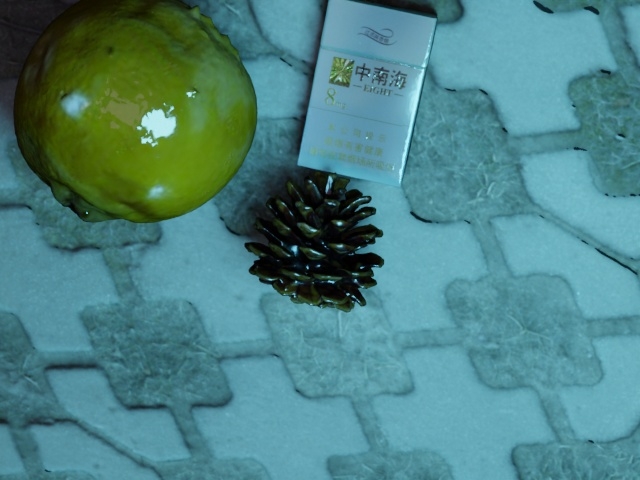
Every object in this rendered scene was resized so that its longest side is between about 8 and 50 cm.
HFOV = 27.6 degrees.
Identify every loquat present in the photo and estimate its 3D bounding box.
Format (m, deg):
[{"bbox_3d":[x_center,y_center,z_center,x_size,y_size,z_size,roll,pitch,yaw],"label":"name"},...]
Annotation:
[{"bbox_3d":[-0.247,-0.175,1.746,0.328,0.328,0.329,2,104,8],"label":"loquat"}]

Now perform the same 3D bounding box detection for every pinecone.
[{"bbox_3d":[0.000,0.000,1.813,0.207,0.208,0.208,2,104,8],"label":"pinecone"}]

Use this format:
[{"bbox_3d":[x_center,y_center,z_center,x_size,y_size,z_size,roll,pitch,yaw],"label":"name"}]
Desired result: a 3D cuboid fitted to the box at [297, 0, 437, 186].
[{"bbox_3d":[0.065,-0.210,1.819,0.155,0.067,0.243,11,106,4],"label":"box"}]
